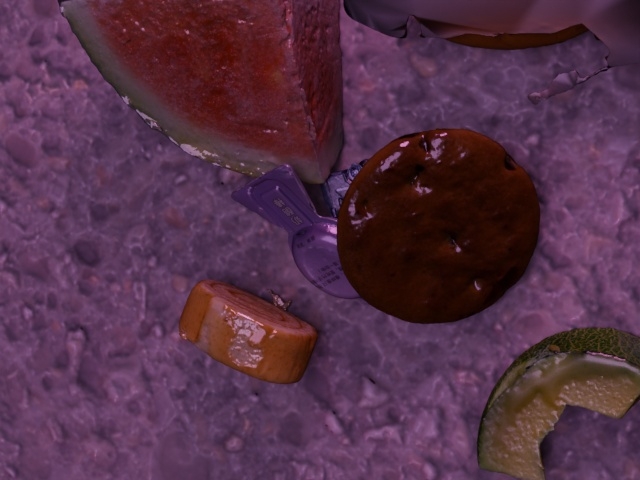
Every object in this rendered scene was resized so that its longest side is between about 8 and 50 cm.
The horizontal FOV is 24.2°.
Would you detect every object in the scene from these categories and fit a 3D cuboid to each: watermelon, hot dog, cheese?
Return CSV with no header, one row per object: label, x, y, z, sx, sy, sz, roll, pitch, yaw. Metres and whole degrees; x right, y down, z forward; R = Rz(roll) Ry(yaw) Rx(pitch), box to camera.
watermelon,-0.092,-0.198,1.507,0.310,0.193,0.231,37,107,12
hot dog,0.198,-0.249,1.450,0.326,0.107,0.194,21,111,7
cheese,0.000,0.000,1.538,0.191,0.042,0.105,45,137,-20

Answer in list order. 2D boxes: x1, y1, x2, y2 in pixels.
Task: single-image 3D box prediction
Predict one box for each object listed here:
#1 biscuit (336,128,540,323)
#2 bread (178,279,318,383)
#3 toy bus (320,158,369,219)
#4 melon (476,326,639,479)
biscuit,0.116,-0.010,1.486,0.212,0.036,0.212,-2,113,-4
bread,-0.077,0.091,1.566,0.149,0.122,0.073,25,99,15
toy bus,0.084,-0.059,1.535,0.166,0.047,0.065,-13,94,20
melon,0.237,0.162,1.494,0.118,0.064,0.209,42,109,7
